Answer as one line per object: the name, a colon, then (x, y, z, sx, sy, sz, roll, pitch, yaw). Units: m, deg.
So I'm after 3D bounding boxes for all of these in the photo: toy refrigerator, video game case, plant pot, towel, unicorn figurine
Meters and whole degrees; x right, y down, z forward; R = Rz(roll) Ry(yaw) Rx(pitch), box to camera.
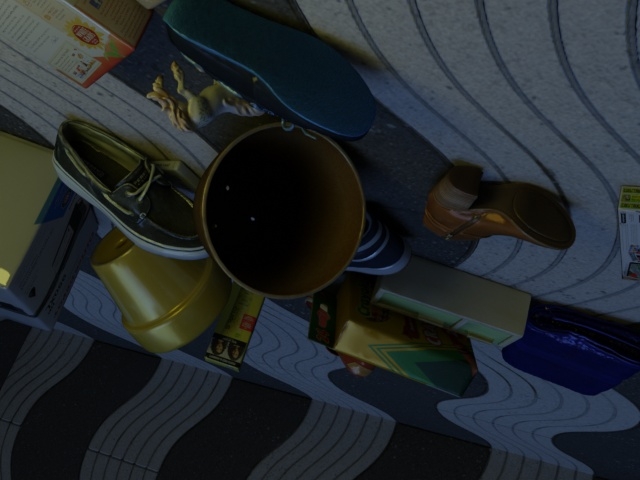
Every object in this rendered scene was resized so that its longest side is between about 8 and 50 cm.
toy refrigerator: (0.237, 0.113, 1.248, 0.270, 0.094, 0.102, 18, 158, -1)
video game case: (-0.278, -0.087, 1.280, 0.194, 0.023, 0.212, 4, 155, 32)
plant pot: (-0.365, 0.078, 1.480, 0.254, 0.254, 0.239, -3, 134, 43)
towel: (0.493, 0.215, 1.330, 0.228, 0.076, 0.308, 21, 160, 13)
plant pot: (-0.096, -0.042, 1.009, 0.237, 0.237, 0.254, 29, 169, -23)
unicorn figurine: (-0.130, -0.184, 0.838, 0.111, 0.162, 0.060, 50, 158, -5)

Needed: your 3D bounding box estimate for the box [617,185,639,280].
box: (0.455, 0.000, 0.881, 0.114, 0.036, 0.207, 6, 155, 28)

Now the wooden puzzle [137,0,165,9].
wooden puzzle: (-0.190, -0.320, 0.625, 0.239, 0.044, 0.221, -4, 149, 44)

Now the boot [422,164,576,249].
boot: (0.243, -0.026, 0.947, 0.197, 0.073, 0.152, 29, 158, 5)

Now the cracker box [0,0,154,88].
cracker box: (-0.336, -0.289, 0.785, 0.232, 0.067, 0.156, 32, 154, -33)

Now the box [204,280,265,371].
box: (-0.190, 0.182, 1.568, 0.087, 0.232, 0.058, 19, 158, 1)

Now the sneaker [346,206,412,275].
sneaker: (0.000, 0.000, 1.158, 0.282, 0.099, 0.153, -4, 155, 30)

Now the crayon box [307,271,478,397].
crayon box: (0.139, 0.169, 1.323, 0.319, 0.202, 0.081, 21, 116, -8)

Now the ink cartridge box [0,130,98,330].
ink cartridge box: (-0.619, 0.001, 1.409, 0.166, 0.285, 0.395, 20, 159, -4)

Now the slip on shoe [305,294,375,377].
slip on shoe: (0.040, 0.199, 1.491, 0.123, 0.101, 0.331, 25, -175, -28)

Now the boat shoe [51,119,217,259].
boat shoe: (-0.317, -0.083, 1.134, 0.335, 0.121, 0.119, 30, 150, 3)

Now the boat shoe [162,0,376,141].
boat shoe: (-0.052, -0.196, 0.767, 0.258, 0.109, 0.089, 36, 165, 1)
